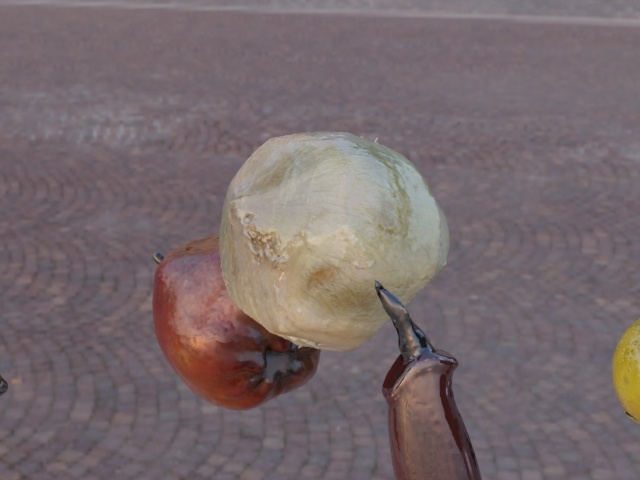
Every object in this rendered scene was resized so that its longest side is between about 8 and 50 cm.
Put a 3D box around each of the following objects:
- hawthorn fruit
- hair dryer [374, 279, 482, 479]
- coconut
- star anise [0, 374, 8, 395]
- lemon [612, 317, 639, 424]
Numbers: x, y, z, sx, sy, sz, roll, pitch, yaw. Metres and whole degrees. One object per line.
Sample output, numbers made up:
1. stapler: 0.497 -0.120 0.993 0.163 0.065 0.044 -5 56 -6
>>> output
1. hawthorn fruit: -0.120 0.087 1.411 0.224 0.224 0.261 -18 42 -41
2. hair dryer: 0.040 0.200 0.725 0.313 0.340 0.123 -16 8 -2
3. coconut: 0.002 -0.002 0.894 0.194 0.194 0.194 0 20 0
4. star anise: -0.277 0.043 0.492 0.108 0.315 0.315 -13 9 36
5. lemon: 0.492 0.187 1.523 0.174 0.206 0.173 3 45 -3
